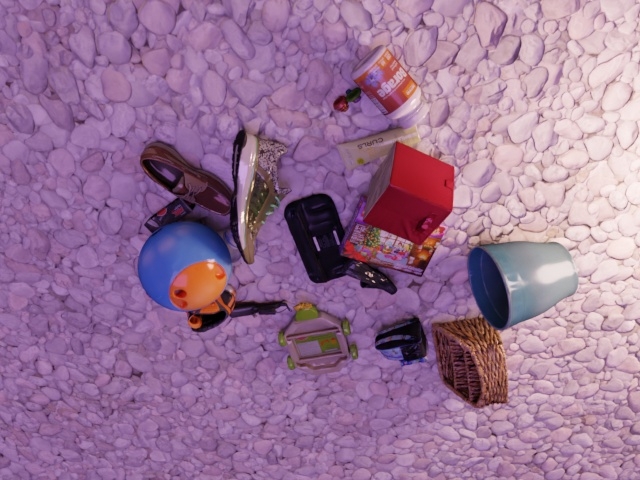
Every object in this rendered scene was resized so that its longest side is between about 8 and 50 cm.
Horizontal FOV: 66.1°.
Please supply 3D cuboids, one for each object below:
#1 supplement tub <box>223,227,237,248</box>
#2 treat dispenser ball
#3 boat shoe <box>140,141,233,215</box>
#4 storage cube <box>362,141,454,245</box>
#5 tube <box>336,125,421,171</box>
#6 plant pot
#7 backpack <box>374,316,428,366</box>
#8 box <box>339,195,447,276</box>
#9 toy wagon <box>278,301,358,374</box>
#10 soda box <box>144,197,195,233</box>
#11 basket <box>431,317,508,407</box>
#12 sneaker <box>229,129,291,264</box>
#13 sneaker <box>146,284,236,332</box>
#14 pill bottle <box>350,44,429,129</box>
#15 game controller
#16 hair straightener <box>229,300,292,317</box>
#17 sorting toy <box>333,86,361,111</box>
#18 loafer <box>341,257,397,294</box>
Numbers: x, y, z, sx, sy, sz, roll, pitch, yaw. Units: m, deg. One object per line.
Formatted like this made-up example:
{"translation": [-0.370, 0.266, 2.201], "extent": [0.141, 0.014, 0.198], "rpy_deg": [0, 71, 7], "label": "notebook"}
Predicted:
{"translation": [-0.261, -0.027, 1.616], "extent": [0.107, 0.071, 0.071], "rpy_deg": [-39, 110, 22], "label": "supplement tub"}
{"translation": [-0.428, 0.081, 1.563], "extent": [0.289, 0.288, 0.287], "rpy_deg": [2, 119, 3], "label": "treat dispenser ball"}
{"translation": [-0.414, -0.170, 1.518], "extent": [0.325, 0.116, 0.123], "rpy_deg": [32, 116, -14], "label": "boat shoe"}
{"translation": [0.255, -0.134, 1.424], "extent": [0.193, 0.214, 0.183], "rpy_deg": [22, 141, -8], "label": "storage cube"}
{"translation": [0.174, -0.279, 1.455], "extent": [0.241, 0.062, 0.069], "rpy_deg": [-16, 77, 18], "label": "tube"}
{"translation": [0.641, 0.120, 1.545], "extent": [0.256, 0.271, 0.271], "rpy_deg": [-13, 119, -5], "label": "plant pot"}
{"translation": [0.287, 0.370, 1.755], "extent": [0.174, 0.158, 0.116], "rpy_deg": [-17, 110, 16], "label": "backpack"}
{"translation": [0.230, -0.009, 1.579], "extent": [0.294, 0.057, 0.200], "rpy_deg": [15, 117, -12], "label": "box"}
{"translation": [-0.017, 0.354, 1.818], "extent": [0.268, 0.068, 0.344], "rpy_deg": [-12, 117, 10], "label": "toy wagon"}
{"translation": [-0.493, -0.084, 1.609], "extent": [0.169, 0.053, 0.060], "rpy_deg": [-32, 113, 19], "label": "soda box"}
{"translation": [0.533, 0.450, 1.751], "extent": [0.223, 0.213, 0.298], "rpy_deg": [-9, 118, 8], "label": "basket"}
{"translation": [-0.173, -0.121, 1.489], "extent": [0.182, 0.158, 0.409], "rpy_deg": [0, 107, -18], "label": "sneaker"}
{"translation": [-0.463, 0.214, 1.698], "extent": [0.322, 0.180, 0.124], "rpy_deg": [5, 123, 1], "label": "sneaker"}
{"translation": [0.194, -0.411, 1.341], "extent": [0.121, 0.121, 0.216], "rpy_deg": [-39, 110, 22], "label": "pill bottle"}
{"translation": [0.000, 0.000, 1.630], "extent": [0.167, 0.067, 0.318], "rpy_deg": [-21, 117, -1], "label": "game controller"}
{"translation": [-0.218, 0.257, 1.762], "extent": [0.231, 0.089, 0.047], "rpy_deg": [-1, 117, 4], "label": "hair straightener"}
{"translation": [0.084, -0.395, 1.393], "extent": [0.102, 0.061, 0.042], "rpy_deg": [-13, 137, 41], "label": "sorting toy"}
{"translation": [0.165, 0.128, 1.659], "extent": [0.223, 0.076, 0.078], "rpy_deg": [33, 99, -24], "label": "loafer"}
